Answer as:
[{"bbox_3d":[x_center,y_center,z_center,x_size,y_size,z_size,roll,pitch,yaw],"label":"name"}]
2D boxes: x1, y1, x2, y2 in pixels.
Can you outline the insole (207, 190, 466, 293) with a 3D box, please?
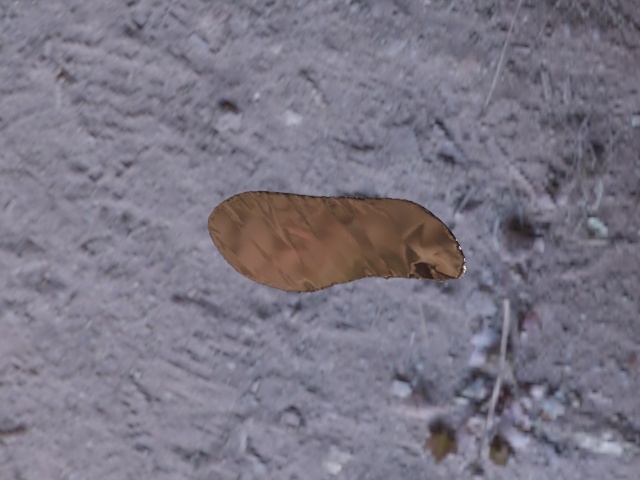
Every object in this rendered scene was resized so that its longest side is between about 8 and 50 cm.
[{"bbox_3d":[0.000,0.000,0.801,0.232,0.003,0.080,-4,128,55],"label":"insole"}]
